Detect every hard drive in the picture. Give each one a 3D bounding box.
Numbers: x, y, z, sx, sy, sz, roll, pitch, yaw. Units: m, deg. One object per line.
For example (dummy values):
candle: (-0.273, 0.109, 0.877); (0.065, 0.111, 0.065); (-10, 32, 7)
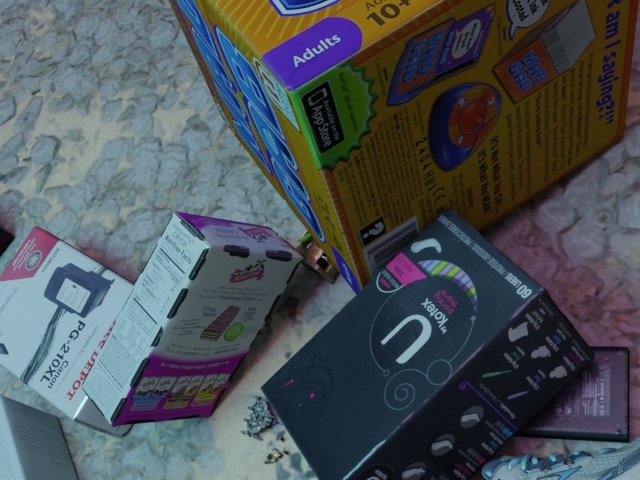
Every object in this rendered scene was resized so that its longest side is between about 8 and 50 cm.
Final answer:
hard drive: (0.243, 0.154, 0.915); (0.135, 0.022, 0.094); (-2, 66, 23)

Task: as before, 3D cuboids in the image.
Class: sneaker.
sneaker: (0.215, 0.237, 0.840); (0.283, 0.110, 0.122); (-37, 53, 3)

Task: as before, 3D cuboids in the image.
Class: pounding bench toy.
pounding bench toy: (0.000, 0.000, 1.059); (0.052, 0.083, 0.065); (33, 83, 32)

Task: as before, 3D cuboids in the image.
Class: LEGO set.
LEGO set: (-0.065, 0.212, 1.023); (0.054, 0.023, 0.083); (-44, 57, -1)

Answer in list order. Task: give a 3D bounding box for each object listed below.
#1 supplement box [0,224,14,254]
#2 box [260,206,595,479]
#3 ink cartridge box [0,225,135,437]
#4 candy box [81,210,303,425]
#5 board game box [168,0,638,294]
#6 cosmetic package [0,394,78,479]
supplement box: (-0.559, 0.052, 1.255); (0.073, 0.130, 0.239); (30, 82, 31)
box: (0.103, 0.131, 0.891); (0.270, 0.143, 0.165); (-45, 41, 2)
ink cartridge box: (-0.307, 0.112, 1.132); (0.237, 0.100, 0.172); (26, 79, 31)
candy box: (-0.141, 0.089, 0.993); (0.071, 0.159, 0.233); (41, 108, 32)
board game box: (0.071, -0.230, 0.937); (0.356, 0.356, 0.356); (-32, 56, -7)
cosmetic package: (-0.341, 0.305, 1.048); (0.085, 0.117, 0.231); (-34, 56, 7)
